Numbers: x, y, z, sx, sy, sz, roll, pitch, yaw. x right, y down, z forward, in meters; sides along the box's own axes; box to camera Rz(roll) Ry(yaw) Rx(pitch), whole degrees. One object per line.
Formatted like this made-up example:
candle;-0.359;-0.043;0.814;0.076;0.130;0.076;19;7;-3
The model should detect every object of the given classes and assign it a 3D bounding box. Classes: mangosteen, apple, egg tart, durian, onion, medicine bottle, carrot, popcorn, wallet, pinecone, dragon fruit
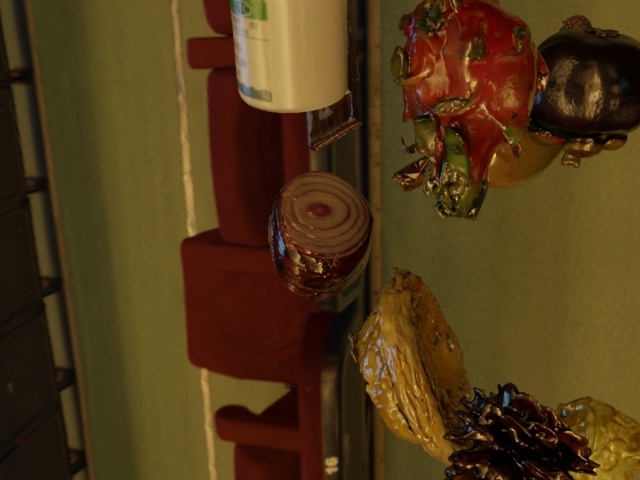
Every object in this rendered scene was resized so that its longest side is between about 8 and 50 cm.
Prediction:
mangosteen;0.561;-0.293;1.538;0.275;0.275;0.302;18;123;23
apple;0.460;-0.295;1.863;0.305;0.338;0.338;22;124;-24
egg tart;0.121;0.172;0.991;0.107;0.291;0.290;-22;95;18
durian;0.598;-0.495;1.709;0.080;0.080;0.091;-51;53;31
onion;0.000;0.000;1.950;0.260;0.282;0.336;98;163;-52
medicine bottle;-0.038;-0.277;0.826;0.139;0.139;0.236;14;127;25
carrot;0.270;-0.180;1.632;0.229;0.069;0.068;-30;91;8
popcorn;0.545;0.419;1.494;0.217;0.181;0.235;45;152;4
wallet;0.016;-0.283;1.297;0.124;0.042;0.230;-26;57;41
pinecone;0.170;0.198;0.648;0.140;0.140;0.120;35;79;15
dragon fruit;0.166;-0.169;0.893;0.198;0.200;0.269;24;92;58
